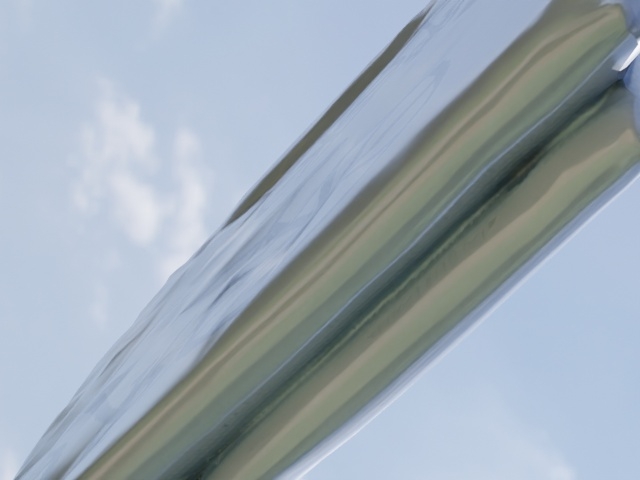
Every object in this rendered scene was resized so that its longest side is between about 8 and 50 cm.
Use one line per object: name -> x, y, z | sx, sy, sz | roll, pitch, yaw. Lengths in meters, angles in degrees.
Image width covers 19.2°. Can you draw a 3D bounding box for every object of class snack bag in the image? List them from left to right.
snack bag -> 0.000, 0.000, 0.528 | 0.323, 0.037, 0.342 | -45, -174, 28
